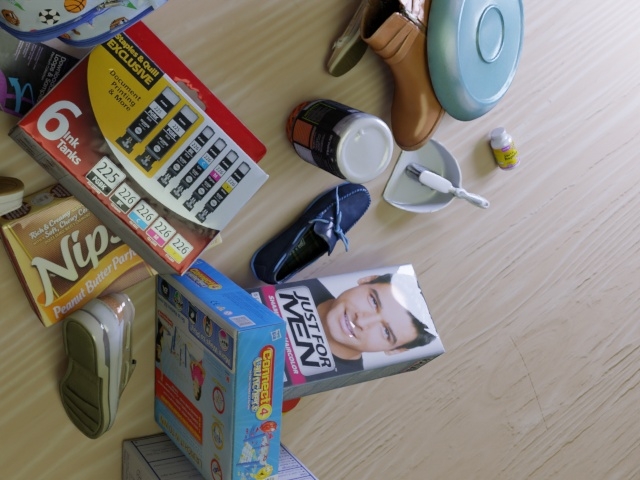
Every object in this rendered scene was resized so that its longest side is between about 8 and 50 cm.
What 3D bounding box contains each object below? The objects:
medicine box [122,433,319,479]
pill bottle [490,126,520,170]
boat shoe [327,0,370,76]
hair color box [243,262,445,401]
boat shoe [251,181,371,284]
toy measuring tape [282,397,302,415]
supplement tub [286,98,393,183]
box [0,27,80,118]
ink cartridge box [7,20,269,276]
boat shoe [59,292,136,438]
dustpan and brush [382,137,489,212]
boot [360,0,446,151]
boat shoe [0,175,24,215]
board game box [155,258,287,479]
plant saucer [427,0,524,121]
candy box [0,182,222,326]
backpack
[{"bbox_3d":[-0.173,0.449,1.676,0.264,0.289,0.149,-5,110,-30],"label":"medicine box"},{"bbox_3d":[0.364,-0.182,1.919,0.043,0.043,0.083,-38,123,-14],"label":"pill bottle"},{"bbox_3d":[0.056,-0.352,1.671,0.153,0.048,0.056,-56,154,6],"label":"boat shoe"},{"bbox_3d":[0.020,0.165,1.731,0.375,0.113,0.185,-8,68,-32],"label":"hair color box"},{"bbox_3d":[0.000,0.000,1.736,0.258,0.089,0.109,-44,124,-10],"label":"boat shoe"},{"bbox_3d":[-0.048,0.220,1.783,0.330,0.121,0.121,-44,125,-21],"label":"toy measuring tape"},{"bbox_3d":[0.026,-0.172,1.626,0.117,0.190,0.116,-11,114,-27],"label":"supplement tub"},{"bbox_3d":[-0.440,-0.241,1.413,0.162,0.029,0.116,20,97,-37],"label":"box"},{"bbox_3d":[-0.243,-0.149,1.421,0.309,0.130,0.272,44,73,-17],"label":"ink cartridge box"},{"bbox_3d":[-0.347,0.207,1.556,0.103,0.113,0.302,-39,157,-41],"label":"boat shoe"},{"bbox_3d":[0.238,-0.105,1.860,0.211,0.060,0.147,20,96,-35],"label":"dustpan and brush"},{"bbox_3d":[0.142,-0.307,1.653,0.220,0.109,0.283,13,97,-58],"label":"boot"},{"bbox_3d":[-0.556,-0.017,1.390,0.277,0.098,0.096,-18,117,-15],"label":"boat shoe"},{"bbox_3d":[-0.172,0.221,1.581,0.086,0.308,0.301,-8,112,-31],"label":"board game box"},{"bbox_3d":[0.291,-0.370,1.732,0.318,0.044,0.317,-18,113,-51],"label":"plant saucer"},{"bbox_3d":[-0.331,-0.019,1.527,0.317,0.087,0.182,-26,119,-21],"label":"candy box"},{"bbox_3d":[-0.342,-0.387,1.297,0.263,0.276,0.213,-31,134,-15],"label":"backpack"}]
